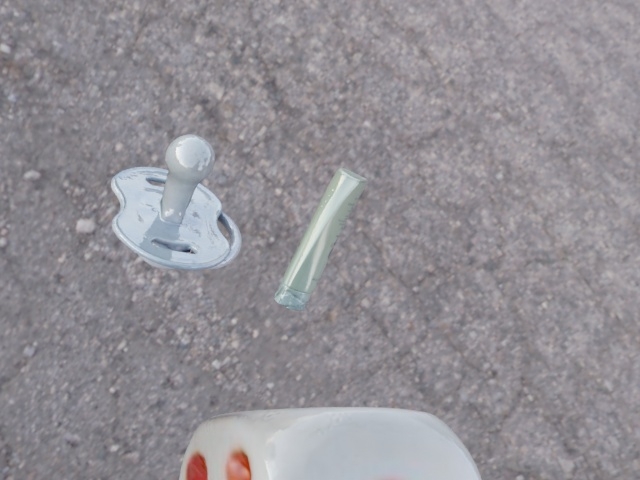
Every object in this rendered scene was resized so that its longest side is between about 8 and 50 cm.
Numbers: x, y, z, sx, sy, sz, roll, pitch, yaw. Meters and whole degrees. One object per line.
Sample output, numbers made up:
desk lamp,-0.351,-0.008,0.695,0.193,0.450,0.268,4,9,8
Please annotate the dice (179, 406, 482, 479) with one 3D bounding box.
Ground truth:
dice,0.008,0.355,1.098,0.304,0.304,0.277,4,76,-29

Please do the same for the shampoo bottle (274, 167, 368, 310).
shampoo bottle,0.000,0.000,1.225,0.049,0.212,0.072,29,14,9

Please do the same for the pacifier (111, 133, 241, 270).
pacifier,-0.229,-0.073,1.461,0.238,0.226,0.287,12,35,-18
